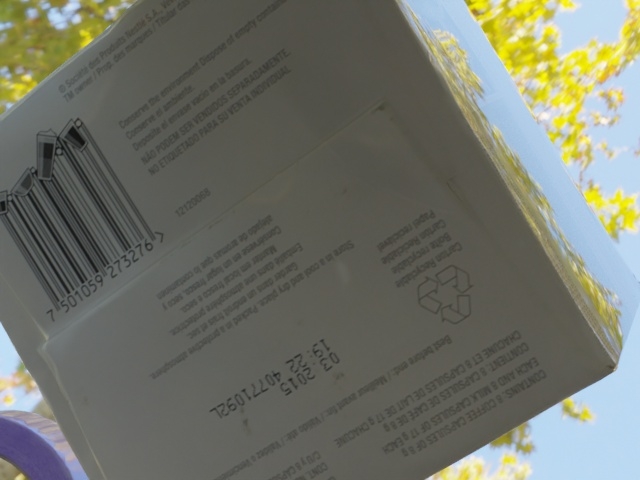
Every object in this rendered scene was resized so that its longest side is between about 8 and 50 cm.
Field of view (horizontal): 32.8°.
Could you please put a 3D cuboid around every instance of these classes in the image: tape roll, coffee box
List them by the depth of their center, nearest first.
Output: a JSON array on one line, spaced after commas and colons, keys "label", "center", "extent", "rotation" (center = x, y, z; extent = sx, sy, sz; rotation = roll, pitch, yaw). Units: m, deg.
[{"label": "coffee box", "center": [0.000, 0.000, 0.802], "extent": [0.337, 0.334, 0.338], "rotation": [-33, -96, 19]}, {"label": "tape roll", "center": [-0.282, 0.239, 0.923], "extent": [0.188, 0.080, 0.189], "rotation": [-1, -97, 6]}]
